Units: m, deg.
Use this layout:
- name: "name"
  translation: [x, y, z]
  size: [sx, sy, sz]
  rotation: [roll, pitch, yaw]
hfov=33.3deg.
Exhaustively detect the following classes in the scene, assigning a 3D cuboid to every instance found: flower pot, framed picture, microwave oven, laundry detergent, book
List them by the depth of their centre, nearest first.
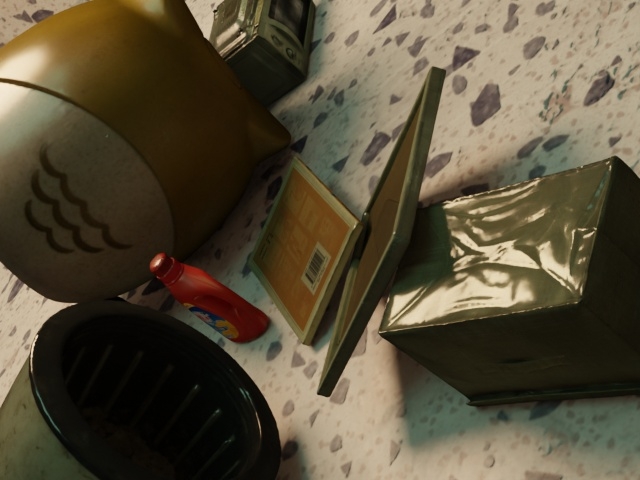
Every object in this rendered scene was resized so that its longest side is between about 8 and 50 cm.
- name: "framed picture"
  translation: [0.068, -0.017, 1.157]
  size: [0.324, 0.020, 0.240]
  rotation: [-73, 6, -52]
- name: "flower pot"
  translation: [-0.248, 0.276, 1.191]
  size: [0.330, 0.293, 0.294]
  rotation: [-53, 28, 27]
- name: "book"
  translation: [-0.024, 0.008, 1.370]
  size: [0.170, 0.018, 0.242]
  rotation: [-66, 27, 15]
- name: "laundry detergent"
  translation: [-0.148, 0.071, 1.377]
  size: [0.097, 0.165, 0.049]
  rotation: [-11, 48, 48]
- name: "microwave oven"
  translation: [-0.107, -0.335, 1.779]
  size: [0.163, 0.129, 0.205]
  rotation: [-30, 37, 31]

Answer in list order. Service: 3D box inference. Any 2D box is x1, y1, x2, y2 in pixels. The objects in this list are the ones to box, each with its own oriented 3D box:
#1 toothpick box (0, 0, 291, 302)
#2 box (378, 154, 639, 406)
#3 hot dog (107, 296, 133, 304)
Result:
- name: "toothpick box"
  translation: [-0.303, -0.148, 1.585]
  size: [0.425, 0.409, 0.409]
  rotation: [-37, 32, 3]
- name: "box"
  translation: [0.195, 0.049, 0.960]
  size: [0.231, 0.149, 0.155]
  rotation: [-14, 47, 48]
- name: "hot dog"
  translation: [-0.325, 0.161, 1.585]
  size: [0.160, 0.099, 0.227]
  rotation: [-49, 30, 5]
